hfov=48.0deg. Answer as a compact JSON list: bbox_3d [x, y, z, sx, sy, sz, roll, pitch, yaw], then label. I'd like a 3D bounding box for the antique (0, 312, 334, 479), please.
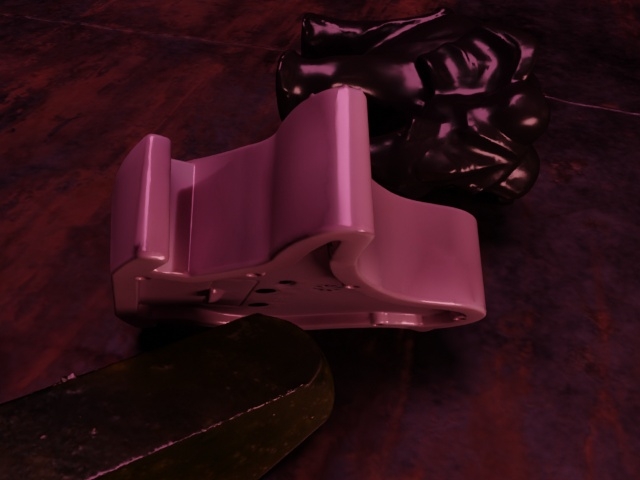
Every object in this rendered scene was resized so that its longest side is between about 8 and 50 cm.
[{"bbox_3d":[-0.096,0.123,0.460,0.221,0.080,0.081,-17,42,-28],"label":"antique"}]

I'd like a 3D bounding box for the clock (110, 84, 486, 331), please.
[{"bbox_3d":[0.000,0.000,0.474,0.275,0.290,0.080,3,74,-11],"label":"clock"}]

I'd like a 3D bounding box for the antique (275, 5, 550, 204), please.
[{"bbox_3d":[0.097,-0.145,0.750,0.255,0.185,0.322,8,33,8],"label":"antique"}]
